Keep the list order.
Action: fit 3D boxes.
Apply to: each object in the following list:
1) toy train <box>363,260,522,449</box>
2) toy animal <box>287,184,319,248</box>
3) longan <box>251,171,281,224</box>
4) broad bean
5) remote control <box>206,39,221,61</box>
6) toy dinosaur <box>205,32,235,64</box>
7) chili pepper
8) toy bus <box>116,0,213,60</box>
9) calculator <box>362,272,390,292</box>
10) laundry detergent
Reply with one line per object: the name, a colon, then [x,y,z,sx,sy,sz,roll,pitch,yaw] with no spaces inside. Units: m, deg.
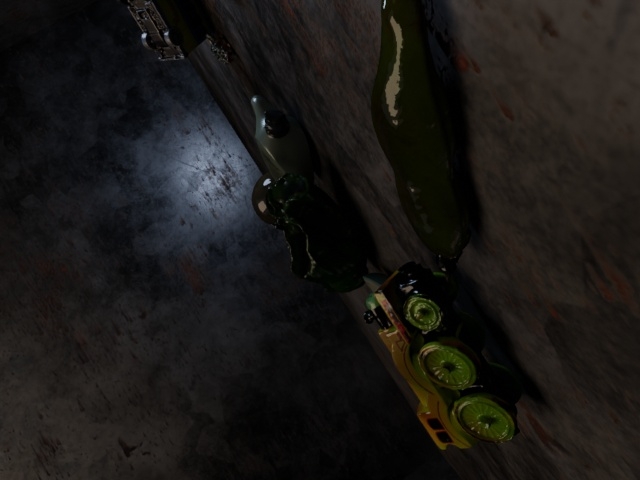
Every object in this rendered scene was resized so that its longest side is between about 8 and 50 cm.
toy train: [0.176,0.174,0.620,0.161,0.100,0.296,-31,92,41]
toy animal: [-0.028,-0.051,1.154,0.041,0.216,0.075,-1,147,42]
longan: [-0.146,-0.148,1.470,0.196,0.197,0.220,55,177,25]
broad bean: [0.098,-0.082,0.401,0.077,0.061,0.339,39,163,49]
remote control: [-0.388,-0.707,1.328,0.260,0.029,0.067,57,173,-22]
toy dinosaur: [-0.286,-0.548,1.174,0.154,0.055,0.049,52,176,26]
chili pepper: [0.010,-0.001,0.997,0.385,0.168,0.213,52,-168,-53]
toy bus: [-0.461,-0.688,1.184,0.138,0.175,0.287,13,146,33]
calculator: [0.232,0.211,0.899,0.256,0.055,0.386,61,172,-27]
laundry detergent: [-0.101,-0.241,0.995,0.214,0.105,0.280,58,176,17]
